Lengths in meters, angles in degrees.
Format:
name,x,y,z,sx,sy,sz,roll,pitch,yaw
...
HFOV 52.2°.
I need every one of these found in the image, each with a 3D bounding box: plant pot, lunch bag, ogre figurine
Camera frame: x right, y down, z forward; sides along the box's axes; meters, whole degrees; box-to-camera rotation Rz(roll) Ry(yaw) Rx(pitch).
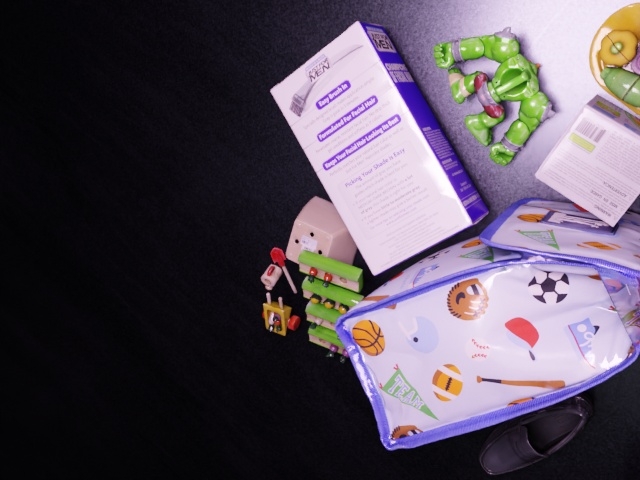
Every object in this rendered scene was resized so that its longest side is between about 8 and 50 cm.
name,x,y,z,sx,sy,sz,roll,pitch,yaw
plant pot,0.000,0.000,1.123,0.109,0.096,0.109,25,114,19
lunch bag,0.265,0.083,0.881,0.385,0.327,0.239,-24,90,32
ogre figurine,0.255,-0.214,0.937,0.118,0.096,0.197,-24,80,41

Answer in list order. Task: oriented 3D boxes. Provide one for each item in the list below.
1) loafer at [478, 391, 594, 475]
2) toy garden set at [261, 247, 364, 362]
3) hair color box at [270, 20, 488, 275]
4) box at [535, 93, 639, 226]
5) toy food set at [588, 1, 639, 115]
name,x,y,z,sx,sy,sz,roll,pitch,yaw
loafer,0.337,0.314,1.046,0.076,0.078,0.223,49,119,8
toy garden set,-0.025,0.114,1.127,0.203,0.049,0.244,19,142,22
hair color box,0.089,-0.140,1.011,0.185,0.110,0.339,-30,89,31
box,0.367,-0.111,0.844,0.114,0.203,0.103,36,117,12
toy food set,0.452,-0.218,0.847,0.218,0.071,0.128,40,118,12
